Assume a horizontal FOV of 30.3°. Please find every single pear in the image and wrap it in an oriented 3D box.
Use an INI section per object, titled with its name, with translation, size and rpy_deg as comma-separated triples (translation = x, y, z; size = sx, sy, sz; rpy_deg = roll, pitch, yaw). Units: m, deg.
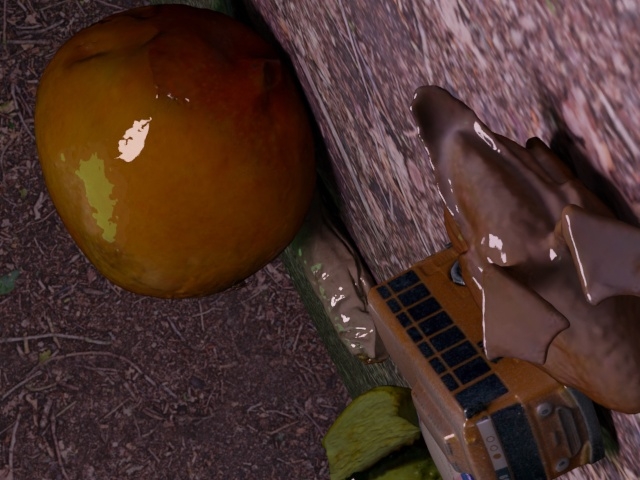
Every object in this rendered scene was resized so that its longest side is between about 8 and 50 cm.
[pear]
translation = 0.123, 0.301, 1.434
size = 0.238, 0.164, 0.255
rpy_deg = 54, -178, -14

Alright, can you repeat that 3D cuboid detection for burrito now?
[burrito]
translation = 0.000, 0.000, 1.586
size = 0.392, 0.076, 0.117
rpy_deg = 63, -179, 24

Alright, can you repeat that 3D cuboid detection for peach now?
[peach]
translation = -0.174, -0.107, 1.407
size = 0.373, 0.290, 0.372
rpy_deg = 28, 133, 35

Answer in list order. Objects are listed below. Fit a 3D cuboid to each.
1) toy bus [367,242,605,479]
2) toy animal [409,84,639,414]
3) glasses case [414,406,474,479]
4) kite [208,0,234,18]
[toy bus]
translation = 0.109, 0.089, 0.818
size = 0.182, 0.103, 0.091
rpy_deg = 55, 170, 54
[toy animal]
translation = 0.109, 0.004, 0.594
size = 0.188, 0.089, 0.179
rpy_deg = 57, -172, 10
[glasses case]
translation = 0.176, 0.256, 1.109
size = 0.327, 0.076, 0.125
rpy_deg = 62, 176, 27
[kite]
translation = -0.131, -0.272, 1.604
size = 0.406, 0.014, 0.368
rpy_deg = 89, 161, -64
